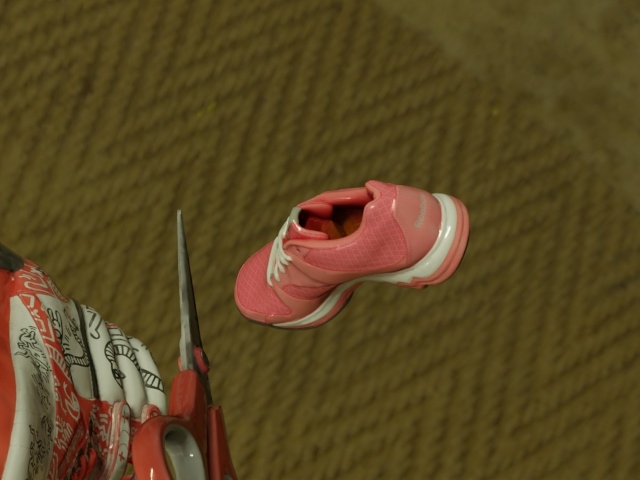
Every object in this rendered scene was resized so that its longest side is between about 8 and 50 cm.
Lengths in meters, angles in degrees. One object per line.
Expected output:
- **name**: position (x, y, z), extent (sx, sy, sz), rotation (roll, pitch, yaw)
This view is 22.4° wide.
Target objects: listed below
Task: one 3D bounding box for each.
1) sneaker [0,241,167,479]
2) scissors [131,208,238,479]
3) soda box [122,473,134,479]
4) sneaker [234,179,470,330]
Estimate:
- **sneaker**: position (-0.142, 0.113, 0.841), extent (0.145, 0.090, 0.270), rotation (38, 21, -30)
- **scissors**: position (-0.064, 0.086, 0.868), extent (0.021, 0.297, 0.109), rotation (-26, 114, 9)
- **soda box**: position (-0.167, 0.357, 1.521), extent (0.092, 0.083, 0.263), rotation (-8, 67, -41)
- **sneaker**: position (0.000, -0.001, 1.643), extent (0.136, 0.314, 0.115), rotation (27, 56, -36)
